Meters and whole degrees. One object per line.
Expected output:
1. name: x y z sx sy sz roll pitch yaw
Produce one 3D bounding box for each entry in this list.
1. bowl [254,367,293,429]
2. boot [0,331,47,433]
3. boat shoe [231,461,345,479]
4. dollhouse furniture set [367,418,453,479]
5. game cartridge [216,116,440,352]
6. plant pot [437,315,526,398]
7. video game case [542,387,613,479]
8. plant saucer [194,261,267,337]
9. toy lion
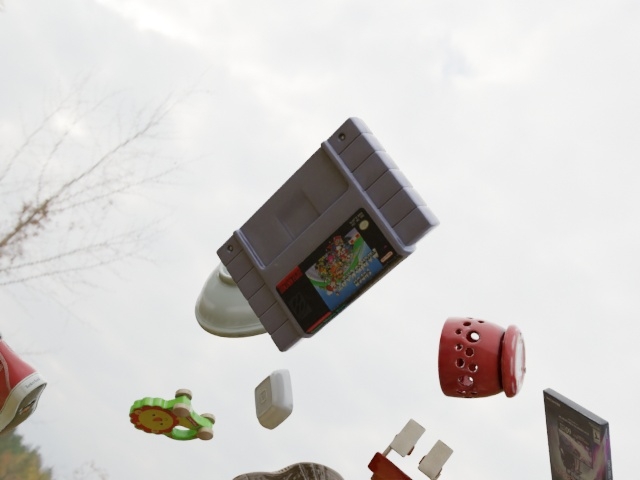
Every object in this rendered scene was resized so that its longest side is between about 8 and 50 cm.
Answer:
1. bowl: -0.131 0.420 1.973 0.053 0.142 0.142 17 -44 -29
2. boot: -0.610 0.260 1.368 0.176 0.088 0.244 46 -51 7
3. boat shoe: -0.088 0.595 1.724 0.341 0.121 0.110 11 -43 -33
4. dollhouse furniture set: 0.216 0.569 1.638 0.259 0.135 0.262 36 -42 17
5. game cartridge: 0.000 0.000 1.208 0.355 0.068 0.230 -43 -112 25
6. plant pot: 0.375 0.272 1.700 0.174 0.191 0.191 0 -45 27
7. video game case: 0.570 0.485 1.627 0.196 0.026 0.274 -152 -129 -67
8. plant saucer: -0.123 0.067 1.728 0.401 0.400 0.100 4 -54 42
9. toy lion: -0.206 0.244 1.005 0.096 0.034 0.100 -20 -50 16
